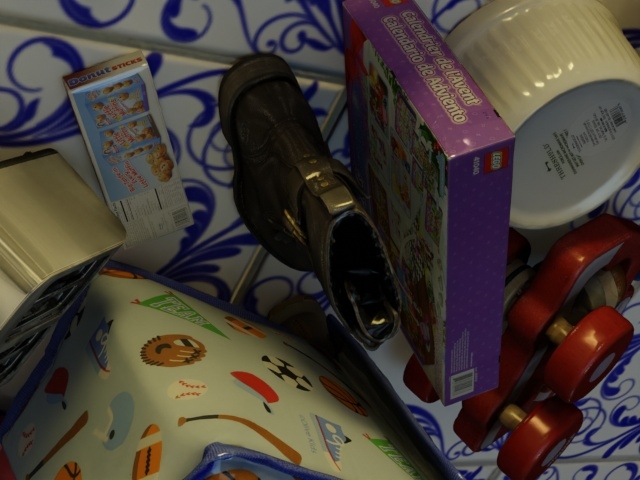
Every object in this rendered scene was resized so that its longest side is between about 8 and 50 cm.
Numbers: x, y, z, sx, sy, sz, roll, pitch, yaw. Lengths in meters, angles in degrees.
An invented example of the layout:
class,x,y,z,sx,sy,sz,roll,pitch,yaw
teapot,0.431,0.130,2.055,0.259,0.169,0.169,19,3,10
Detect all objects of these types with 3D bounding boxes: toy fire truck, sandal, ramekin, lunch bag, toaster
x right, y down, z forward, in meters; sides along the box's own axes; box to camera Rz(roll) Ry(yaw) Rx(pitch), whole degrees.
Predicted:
class,x,y,z,sx,sy,sz,roll,pitch,yaw
toy fire truck,0.244,0.088,1.297,0.254,0.169,0.302,-26,147,-43
sandal,0.003,0.117,1.246,0.072,0.049,0.180,-32,139,3
ramekin,0.192,-0.105,1.086,0.207,0.109,0.207,-16,137,-15
lunch bag,-0.027,0.205,1.055,0.385,0.328,0.239,25,103,-32
toaster,-0.248,0.029,0.906,0.168,0.110,0.185,-49,175,19

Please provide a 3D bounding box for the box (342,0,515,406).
class,x,y,z,sx,sy,sz,roll,pitch,yaw
box,0.085,-0.031,1.027,0.057,0.201,0.293,-18,139,-12

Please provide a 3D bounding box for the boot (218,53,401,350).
class,x,y,z,sx,sy,sz,roll,pitch,yaw
boot,0.000,0.000,0.987,0.091,0.229,0.263,-26,139,-4

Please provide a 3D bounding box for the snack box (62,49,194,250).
class,x,y,z,sx,sy,sz,roll,pitch,yaw
snack box,-0.149,-0.067,0.992,0.064,0.022,0.178,-21,139,-9

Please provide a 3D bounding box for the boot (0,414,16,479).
class,x,y,z,sx,sy,sz,roll,pitch,yaw
boot,-0.334,0.255,1.166,0.176,0.088,0.244,16,118,-42
